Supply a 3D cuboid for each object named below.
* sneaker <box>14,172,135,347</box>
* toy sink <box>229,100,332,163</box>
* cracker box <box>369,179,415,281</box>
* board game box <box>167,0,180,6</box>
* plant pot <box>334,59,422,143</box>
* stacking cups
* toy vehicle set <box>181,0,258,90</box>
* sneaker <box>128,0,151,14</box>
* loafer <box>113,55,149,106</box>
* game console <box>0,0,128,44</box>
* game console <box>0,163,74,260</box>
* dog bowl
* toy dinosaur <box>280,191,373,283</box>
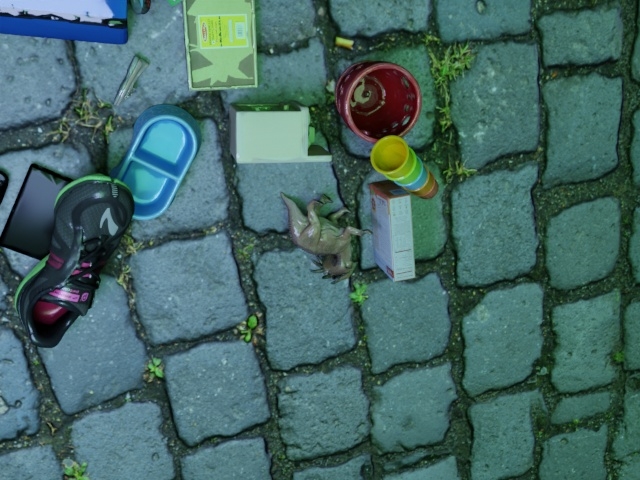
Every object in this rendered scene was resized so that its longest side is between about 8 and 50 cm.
[{"bbox_3d":[-0.550,0.058,1.578,0.185,0.202,0.483,11,123,-36],"label":"sneaker"},{"bbox_3d":[-0.096,-0.265,1.662,0.234,0.153,0.131,-2,109,-13],"label":"toy sink"},{"bbox_3d":[0.189,-0.027,1.815,0.067,0.156,0.232,-10,111,-12],"label":"cracker box"},{"bbox_3d":[-0.281,-0.657,1.424,0.213,0.046,0.317,52,49,-26],"label":"board game box"},{"bbox_3d":[0.129,-0.343,1.680,0.191,0.174,0.191,-5,109,-14],"label":"plant pot"},{"bbox_3d":[0.219,-0.164,1.726,0.096,0.096,0.316,-50,154,5],"label":"stacking cups"},{"bbox_3d":[-0.234,-0.488,1.611,0.166,0.035,0.267,-5,110,-13],"label":"toy vehicle set"},{"bbox_3d":[-0.466,-0.601,1.490,0.125,0.104,0.262,-27,105,5],"label":"sneaker"},{"bbox_3d":[-0.438,-0.364,1.599,0.039,0.045,0.125,23,99,-27],"label":"loafer"},{"bbox_3d":[-0.547,-0.518,1.420,0.293,0.173,0.250,1,121,-16],"label":"game console"},{"bbox_3d":[-0.760,-0.101,1.605,0.361,0.044,0.213,23,101,-20],"label":"game console"},{"bbox_3d":[-0.397,-0.179,1.656,0.166,0.074,0.297,26,101,-21],"label":"dog bowl"},{"bbox_3d":[0.000,0.000,1.799,0.295,0.127,0.200,29,106,-16],"label":"toy dinosaur"}]
